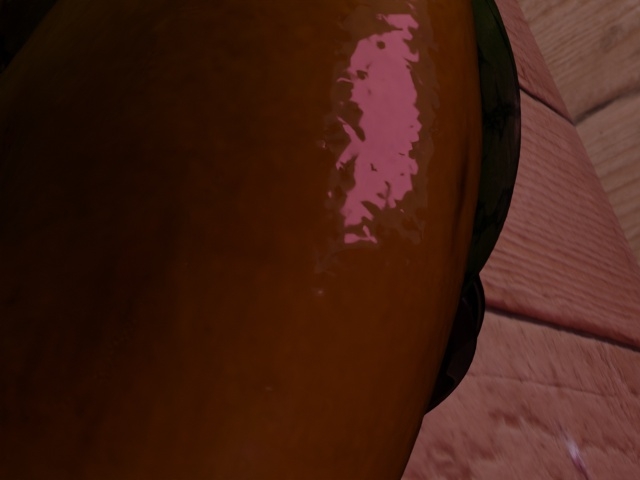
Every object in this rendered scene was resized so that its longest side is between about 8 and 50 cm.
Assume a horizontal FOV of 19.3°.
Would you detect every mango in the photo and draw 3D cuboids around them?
[{"bbox_3d":[-0.066,0.011,0.829,0.220,0.301,0.445,35,69,-31],"label":"mango"}]

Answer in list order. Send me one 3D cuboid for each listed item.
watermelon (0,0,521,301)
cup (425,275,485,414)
[{"bbox_3d":[-0.043,-0.070,1.125,0.363,0.363,0.363,54,19,-28],"label":"watermelon"},{"bbox_3d":[0.000,0.000,1.409,0.196,0.196,0.280,46,17,-45],"label":"cup"}]
